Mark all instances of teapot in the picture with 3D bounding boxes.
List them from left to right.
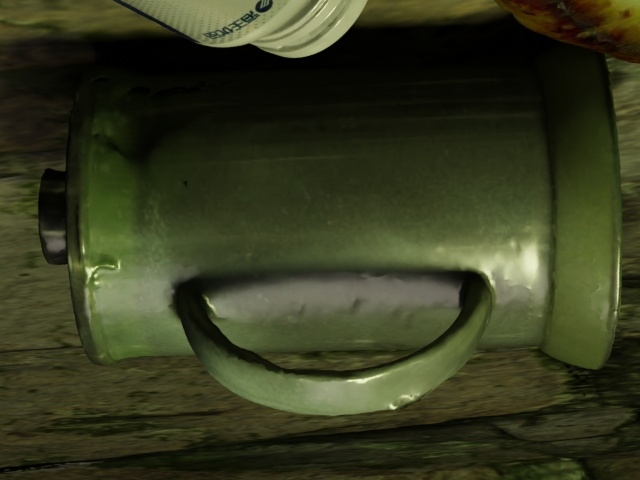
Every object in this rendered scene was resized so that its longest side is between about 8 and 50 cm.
[{"bbox_3d":[0.000,0.000,0.856,0.337,0.270,0.200,-2,130,2],"label":"teapot"}]

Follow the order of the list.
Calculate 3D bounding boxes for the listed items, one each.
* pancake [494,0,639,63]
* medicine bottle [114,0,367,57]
[{"bbox_3d":[0.233,-0.161,0.707,0.304,0.067,0.426,-17,154,30],"label":"pancake"},{"bbox_3d":[-0.062,-0.150,0.638,0.107,0.107,0.191,-17,155,34],"label":"medicine bottle"}]
